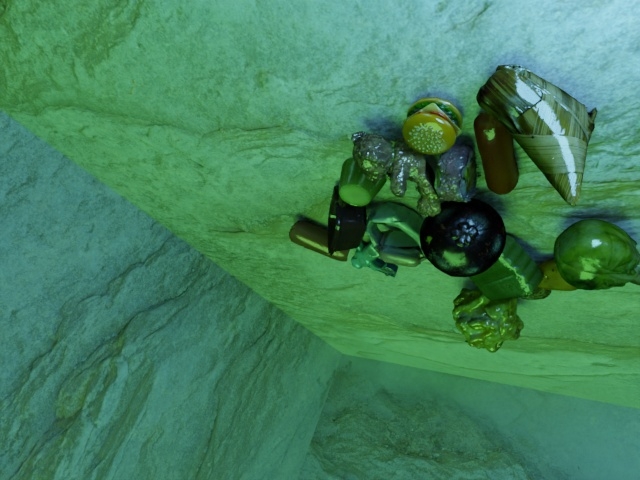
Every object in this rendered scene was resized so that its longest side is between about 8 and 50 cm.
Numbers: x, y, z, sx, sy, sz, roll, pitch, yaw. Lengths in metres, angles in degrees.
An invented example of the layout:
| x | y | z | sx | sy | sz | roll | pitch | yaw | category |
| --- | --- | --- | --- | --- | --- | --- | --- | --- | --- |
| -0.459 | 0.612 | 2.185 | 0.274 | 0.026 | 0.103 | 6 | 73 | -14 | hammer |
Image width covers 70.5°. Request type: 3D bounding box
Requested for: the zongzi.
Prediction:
| x | y | z | sx | sy | sz | roll | pitch | yaw | category |
| --- | --- | --- | --- | --- | --- | --- | --- | --- | --- |
| 0.482 | -0.238 | 1.020 | 0.286 | 0.288 | 0.134 | 26 | 150 | -7 | zongzi |

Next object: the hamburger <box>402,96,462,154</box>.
| x | y | z | sx | sy | sz | roll | pitch | yaw | category |
| --- | --- | --- | --- | --- | --- | --- | --- | --- | --- |
| 0.304 | -0.311 | 1.235 | 0.162 | 0.115 | 0.162 | 18 | 153 | 9 | hamburger |

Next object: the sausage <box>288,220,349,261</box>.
| x | y | z | sx | sy | sz | roll | pitch | yaw | category |
| --- | --- | --- | --- | --- | --- | --- | --- | --- | --- |
| -0.001 | 0.000 | 2.120 | 0.304 | 0.121 | 0.121 | 22 | 155 | 1 | sausage |

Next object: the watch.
| x | y | z | sx | sy | sz | roll | pitch | yaw | category |
| --- | --- | --- | --- | --- | --- | --- | --- | --- | --- |
| 0.305 | -0.038 | 1.780 | 0.253 | 0.162 | 0.241 | 10 | 140 | 20 | watch |

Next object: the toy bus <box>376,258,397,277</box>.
| x | y | z | sx | sy | sz | roll | pitch | yaw | category |
| --- | --- | --- | --- | --- | --- | --- | --- | --- | --- |
| 0.301 | 0.127 | 2.202 | 0.153 | 0.051 | 0.061 | 21 | 150 | 5 | toy bus |

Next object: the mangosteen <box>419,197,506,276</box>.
| x | y | z | sx | sy | sz | roll | pitch | yaw | category |
| --- | --- | --- | --- | --- | --- | --- | --- | --- | --- |
| 0.476 | -0.011 | 1.530 | 0.288 | 0.288 | 0.288 | 19 | 155 | 9 | mangosteen |

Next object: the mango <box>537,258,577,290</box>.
| x | y | z | sx | sy | sz | roll | pitch | yaw | category |
| --- | --- | --- | --- | --- | --- | --- | --- | --- | --- |
| 0.866 | 0.129 | 1.645 | 0.147 | 0.109 | 0.227 | 27 | 156 | -7 | mango |

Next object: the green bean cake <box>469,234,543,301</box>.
| x | y | z | sx | sy | sz | roll | pitch | yaw | category |
| --- | --- | --- | --- | --- | --- | --- | --- | --- | --- |
| 0.673 | 0.110 | 1.700 | 0.222 | 0.125 | 0.248 | 48 | 152 | -2 | green bean cake |

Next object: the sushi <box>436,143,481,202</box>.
| x | y | z | sx | sy | sz | roll | pitch | yaw | category |
| --- | --- | --- | --- | --- | --- | --- | --- | --- | --- |
| 0.411 | -0.210 | 1.347 | 0.107 | 0.241 | 0.161 | 11 | 114 | 29 | sushi |

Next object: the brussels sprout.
| x | y | z | sx | sy | sz | roll | pitch | yaw | category |
| --- | --- | --- | --- | --- | --- | --- | --- | --- | --- |
| 0.854 | 0.052 | 1.393 | 0.271 | 0.210 | 0.219 | 19 | 132 | -10 | brussels sprout |

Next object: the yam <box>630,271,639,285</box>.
| x | y | z | sx | sy | sz | roll | pitch | yaw | category |
| --- | --- | --- | --- | --- | --- | --- | --- | --- | --- |
| 1.068 | 0.115 | 1.487 | 0.371 | 0.083 | 0.083 | 18 | 155 | 16 | yam |

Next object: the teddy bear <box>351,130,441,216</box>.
| x | y | z | sx | sy | sz | roll | pitch | yaw | category |
| --- | --- | --- | --- | --- | --- | --- | --- | --- | --- |
| 0.235 | -0.201 | 1.391 | 0.222 | 0.246 | 0.296 | -13 | 130 | 15 | teddy bear |

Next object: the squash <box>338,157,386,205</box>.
| x | y | z | sx | sy | sz | roll | pitch | yaw | category |
| --- | --- | --- | --- | --- | --- | --- | --- | --- | --- |
| 0.141 | -0.202 | 1.605 | 0.170 | 0.123 | 0.170 | 16 | 149 | 10 | squash |

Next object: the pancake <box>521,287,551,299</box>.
| x | y | z | sx | sy | sz | roll | pitch | yaw | category |
| --- | --- | --- | --- | --- | --- | --- | --- | --- | --- |
| 0.866 | 0.200 | 1.898 | 0.190 | 0.020 | 0.184 | 27 | 156 | -9 | pancake |

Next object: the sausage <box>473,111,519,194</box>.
| x | y | z | sx | sy | sz | roll | pitch | yaw | category |
| --- | --- | --- | --- | --- | --- | --- | --- | --- | --- |
| 0.493 | -0.236 | 1.263 | 0.089 | 0.083 | 0.300 | 18 | 157 | 40 | sausage |

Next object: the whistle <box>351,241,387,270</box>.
| x | y | z | sx | sy | sz | roll | pitch | yaw | category |
| --- | --- | --- | --- | --- | --- | --- | --- | --- | --- |
| 0.222 | 0.062 | 2.093 | 0.186 | 0.093 | 0.274 | 51 | 151 | 3 | whistle |

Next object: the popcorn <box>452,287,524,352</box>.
| x | y | z | sx | sy | sz | roll | pitch | yaw | category |
| --- | --- | --- | --- | --- | --- | --- | --- | --- | --- |
| 0.721 | 0.332 | 1.981 | 0.312 | 0.312 | 0.312 | 19 | 155 | 9 | popcorn |

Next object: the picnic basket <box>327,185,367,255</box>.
| x | y | z | sx | sy | sz | roll | pitch | yaw | category |
| --- | --- | --- | --- | --- | --- | --- | --- | --- | --- |
| 0.104 | -0.076 | 1.815 | 0.129 | 0.222 | 0.297 | 1 | 156 | -6 | picnic basket |
